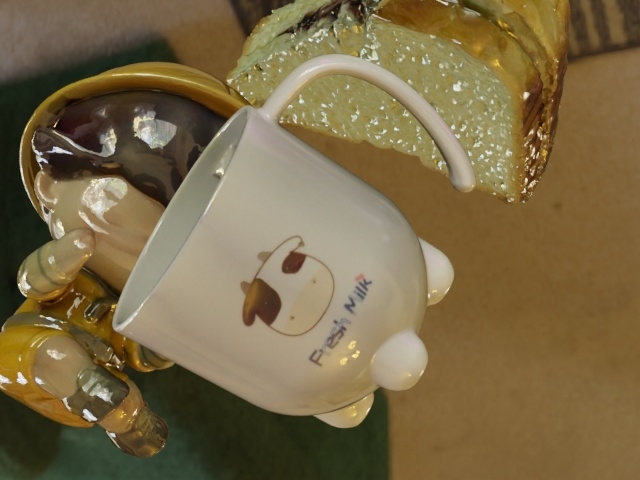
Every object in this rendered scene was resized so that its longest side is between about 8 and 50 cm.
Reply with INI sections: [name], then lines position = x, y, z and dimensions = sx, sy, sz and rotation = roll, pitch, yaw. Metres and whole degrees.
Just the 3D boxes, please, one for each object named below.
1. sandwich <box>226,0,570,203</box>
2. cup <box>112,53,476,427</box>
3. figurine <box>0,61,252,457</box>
[sandwich]
position = 0.051, -0.153, 1.120
dimensions = 0.288, 0.100, 0.254
rotation = 20, 160, 19
[cup]
position = -0.006, 0.006, 0.765
dimensions = 0.142, 0.173, 0.134
rotation = 30, 157, -12
[figurine]
position = -0.132, -0.001, 0.971
dimensions = 0.167, 0.257, 0.192
rotation = 10, 151, 42
